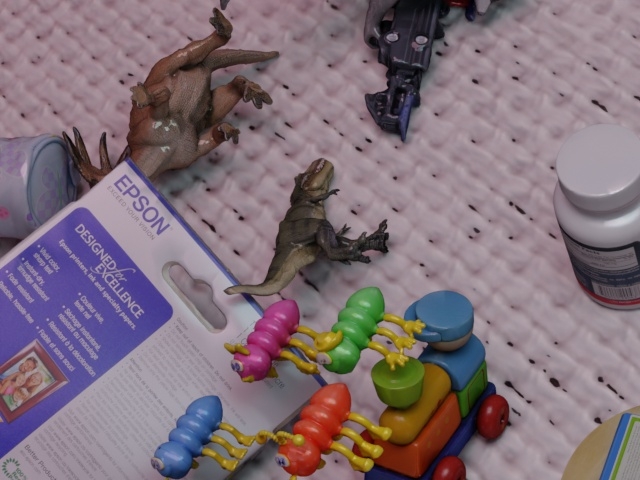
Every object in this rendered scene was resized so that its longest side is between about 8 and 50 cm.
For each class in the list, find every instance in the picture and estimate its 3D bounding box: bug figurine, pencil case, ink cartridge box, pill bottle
[{"bbox_3d":[-0.036,0.132,1.488,0.279,0.072,0.216,-12,38,51],"label":"bug figurine"},{"bbox_3d":[-0.405,-0.064,1.895,0.273,0.113,0.124,0,39,20],"label":"pencil case"},{"bbox_3d":[-0.205,0.131,1.638,0.307,0.072,0.303,-39,82,-13],"label":"ink cartridge box"},{"bbox_3d":[0.273,-0.025,1.578,0.108,0.180,0.108,-9,55,13],"label":"pill bottle"}]

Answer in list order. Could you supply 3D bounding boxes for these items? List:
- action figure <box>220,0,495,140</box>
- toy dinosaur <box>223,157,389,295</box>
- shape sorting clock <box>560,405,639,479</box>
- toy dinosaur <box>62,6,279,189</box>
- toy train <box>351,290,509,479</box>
[{"bbox_3d":[0.063,-0.293,1.822,0.330,0.178,0.341,6,62,-5],"label":"action figure"},{"bbox_3d":[0.000,0.000,1.703,0.118,0.064,0.268,3,28,15],"label":"toy dinosaur"},{"bbox_3d":[0.309,0.231,1.479,0.206,0.040,0.206,-9,51,12],"label":"shape sorting clock"},{"bbox_3d":[-0.172,-0.135,1.863,0.200,0.127,0.295,-26,23,48],"label":"toy dinosaur"},{"bbox_3d":[0.071,0.166,1.511,0.105,0.143,0.248,16,44,29],"label":"toy train"}]
